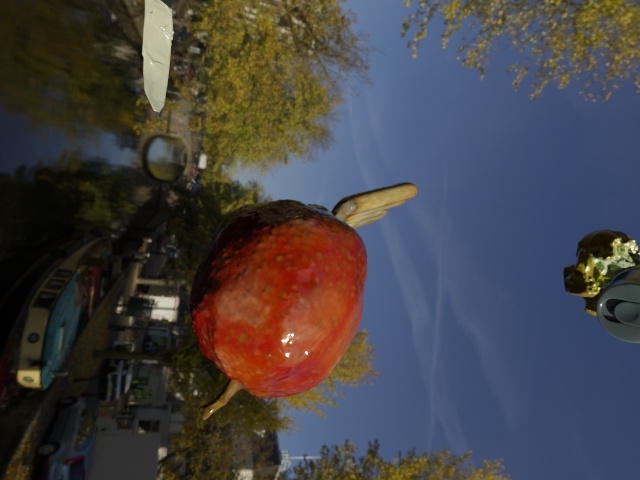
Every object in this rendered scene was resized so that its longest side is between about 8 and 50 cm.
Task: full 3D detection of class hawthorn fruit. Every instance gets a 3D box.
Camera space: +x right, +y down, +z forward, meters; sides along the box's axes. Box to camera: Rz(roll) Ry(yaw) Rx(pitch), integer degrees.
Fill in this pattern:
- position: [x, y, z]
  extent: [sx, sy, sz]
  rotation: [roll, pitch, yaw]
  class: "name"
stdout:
- position: [-0.055, 0.079, 0.481]
  extent: [0.253, 0.205, 0.205]
  rotation: [-68, -169, -22]
  class: "hawthorn fruit"

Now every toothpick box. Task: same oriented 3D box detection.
- position: [0.550, 0.106, 0.748]
  extent: [0.101, 0.153, 0.101]
  rotation: [10, -75, 41]
  class: "toothpick box"

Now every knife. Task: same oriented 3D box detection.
- position: [-0.228, -0.324, 0.602]
  extent: [0.017, 0.047, 0.298]
  rotation: [0, -90, 36]
  class: "knife"

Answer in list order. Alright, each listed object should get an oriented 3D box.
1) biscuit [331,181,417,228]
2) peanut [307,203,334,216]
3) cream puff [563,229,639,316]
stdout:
- position: [0.122, -0.088, 1.260]
  extent: [0.237, 0.290, 0.062]
  rotation: [-38, -107, 54]
  class: "biscuit"
- position: [0.000, 0.000, 0.757]
  extent: [0.082, 0.082, 0.187]
  rotation: [114, -30, -42]
  class: "peanut"
- position: [0.687, 0.089, 1.036]
  extent: [0.221, 0.194, 0.195]
  rotation: [65, -28, 17]
  class: "cream puff"
